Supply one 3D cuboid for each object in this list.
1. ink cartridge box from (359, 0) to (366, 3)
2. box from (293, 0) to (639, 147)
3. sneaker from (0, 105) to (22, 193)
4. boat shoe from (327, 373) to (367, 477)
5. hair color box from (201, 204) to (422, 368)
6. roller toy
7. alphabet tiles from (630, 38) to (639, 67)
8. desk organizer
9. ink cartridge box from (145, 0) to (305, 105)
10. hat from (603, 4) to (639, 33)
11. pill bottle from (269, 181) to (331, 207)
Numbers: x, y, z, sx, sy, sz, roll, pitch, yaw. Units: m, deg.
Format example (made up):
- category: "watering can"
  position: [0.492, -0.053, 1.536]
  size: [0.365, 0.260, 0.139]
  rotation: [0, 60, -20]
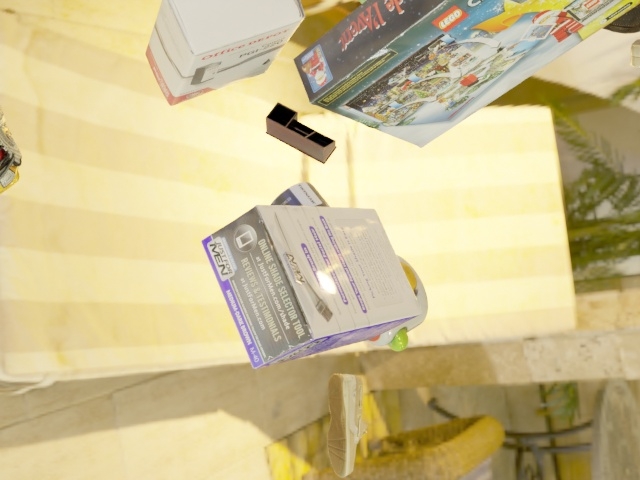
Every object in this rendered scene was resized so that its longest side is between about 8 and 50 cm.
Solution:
- category: "ink cartridge box"
  position: [0.156, -0.477, 1.426]
  size: [0.056, 0.235, 0.171]
  rotation: [41, 66, -18]
- category: "box"
  position: [0.117, -0.162, 0.673]
  size: [0.159, 0.233, 0.044]
  rotation: [13, 51, -51]
- category: "sneaker"
  position: [-0.382, -0.109, 1.039]
  size: [0.088, 0.225, 0.092]
  rotation: [-41, 94, -13]
- category: "boat shoe"
  position: [0.049, 0.303, 1.485]
  size: [0.059, 0.063, 0.170]
  rotation: [-1, 94, -30]
- category: "hair color box"
  position: [0.000, 0.055, 1.257]
  size: [0.339, 0.110, 0.185]
  rotation: [0, 63, -62]
- category: "roller toy"
  position: [0.146, 0.128, 2.057]
  size: [0.146, 0.191, 0.209]
  rotation: [-27, 122, -27]
- category: "alphabet tiles"
  position: [0.398, -0.149, 0.711]
  size: [0.278, 0.284, 0.021]
  rotation: [-35, 127, -60]
- category: "desk organizer"
  position: [-0.036, -0.197, 1.648]
  size: [0.047, 0.130, 0.050]
  rotation: [-55, 165, -24]
- category: "ink cartridge box"
  position: [-0.130, -0.268, 1.180]
  size: [0.158, 0.218, 0.092]
  rotation: [-24, 87, -19]
- category: "hat"
  position: [0.337, -0.409, 1.126]
  size: [0.134, 0.331, 0.331]
  rotation: [-14, 96, -21]
- category: "pill bottle"
  position: [0.000, 0.000, 1.963]
  size: [0.245, 0.130, 0.130]
  rotation: [51, 23, 20]
